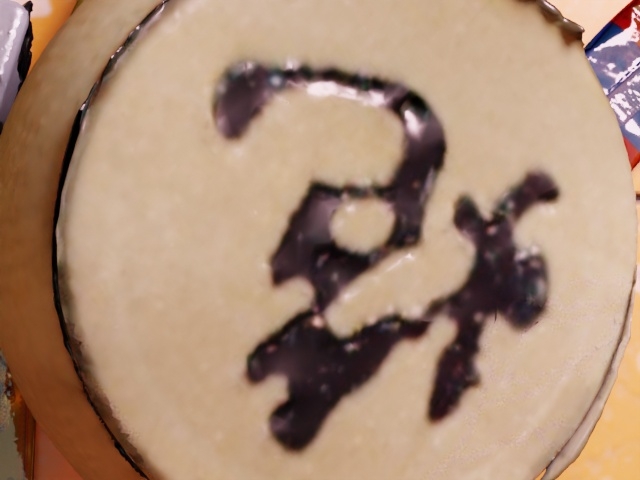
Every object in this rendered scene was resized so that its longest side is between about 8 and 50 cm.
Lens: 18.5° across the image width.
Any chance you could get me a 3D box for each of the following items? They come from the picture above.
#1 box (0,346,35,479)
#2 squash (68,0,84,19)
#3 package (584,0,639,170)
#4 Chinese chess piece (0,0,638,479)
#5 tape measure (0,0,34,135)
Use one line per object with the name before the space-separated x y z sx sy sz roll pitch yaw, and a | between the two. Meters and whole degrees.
box | -0.239 0.102 1.108 0.156 0.022 0.089 2 82 -4
squash | -0.086 -0.171 1.141 0.094 0.094 0.224 17 73 -1
package | 0.213 -0.120 1.176 0.200 0.022 0.083 -42 86 -8
Chinese chess piece | 0.000 0.000 1.031 0.349 0.146 0.349 -1 94 -22
tape measure | -0.262 -0.060 1.091 0.182 0.107 0.181 8 74 -6
